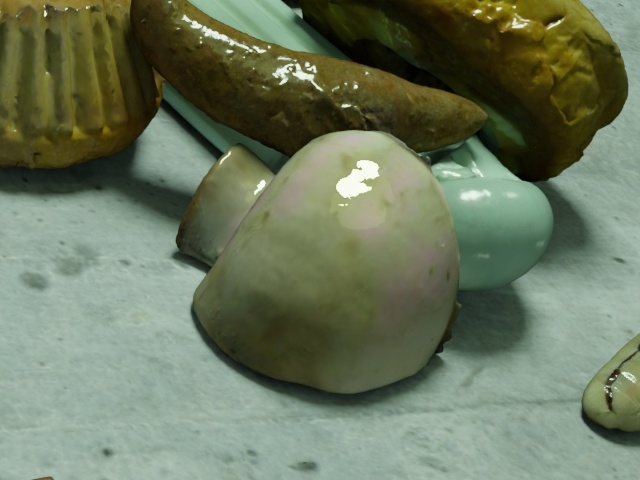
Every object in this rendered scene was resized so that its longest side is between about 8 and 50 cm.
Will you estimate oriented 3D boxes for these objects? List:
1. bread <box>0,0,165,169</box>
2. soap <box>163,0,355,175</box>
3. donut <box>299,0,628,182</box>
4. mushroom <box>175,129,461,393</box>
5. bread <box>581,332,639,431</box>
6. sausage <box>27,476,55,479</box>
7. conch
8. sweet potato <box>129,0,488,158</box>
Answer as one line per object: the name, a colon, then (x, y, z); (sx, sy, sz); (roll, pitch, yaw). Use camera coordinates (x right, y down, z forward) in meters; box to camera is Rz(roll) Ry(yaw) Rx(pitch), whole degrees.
bread: (-0.262, -0.178, 1.620); (0.274, 0.149, 0.274); (11, 34, -8)
soap: (-0.073, -0.165, 1.775); (0.160, 0.087, 0.265); (-16, 48, -44)
donut: (0.126, -0.185, 1.777); (0.330, 0.330, 0.160); (34, 64, 16)
mushroom: (-0.007, 0.002, 1.494); (0.236, 0.162, 0.173); (31, 30, 15)
bread: (0.297, 0.110, 1.635); (0.073, 0.053, 0.214); (33, 33, 23)
sausage: (-0.231, 0.177, 1.206); (0.147, 0.030, 0.035); (-4, 43, -37)
conch: (0.107, -0.028, 1.652); (0.185, 0.121, 0.221); (21, 15, -19)
sweet potato: (-0.011, -0.121, 1.599); (0.341, 0.092, 0.114); (18, 67, -18)
